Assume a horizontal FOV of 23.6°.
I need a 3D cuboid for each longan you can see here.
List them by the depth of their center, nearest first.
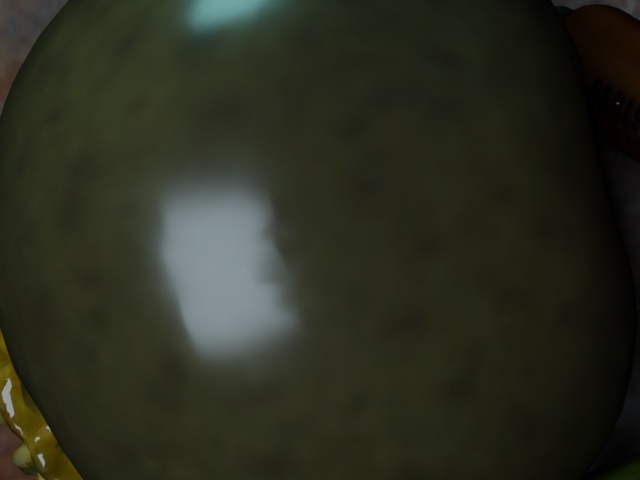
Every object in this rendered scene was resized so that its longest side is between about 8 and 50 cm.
[{"bbox_3d":[0.000,0.000,0.799,0.361,0.361,0.361,-1,89,30],"label":"longan"}]

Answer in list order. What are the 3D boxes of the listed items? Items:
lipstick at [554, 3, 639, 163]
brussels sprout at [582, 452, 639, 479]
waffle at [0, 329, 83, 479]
[{"bbox_3d":[0.240,-0.020,0.749,0.418,0.077,0.077,43,111,46],"label":"lipstick"},{"bbox_3d":[0.187,0.224,0.772,0.244,0.244,0.244,-1,89,30],"label":"brussels sprout"},{"bbox_3d":[-0.200,0.071,1.031,0.324,0.151,0.261,15,100,28],"label":"waffle"}]
